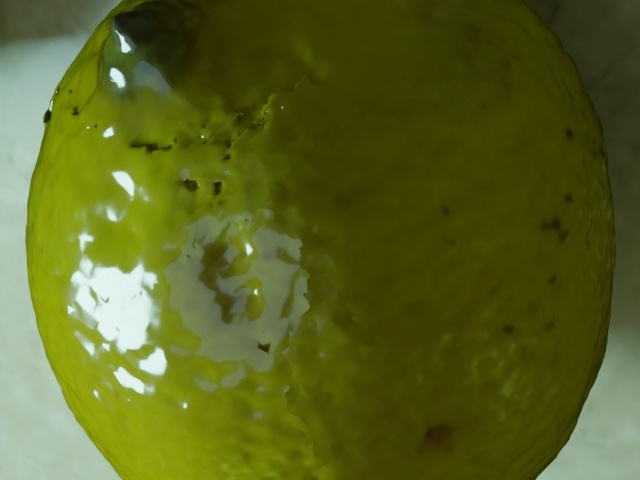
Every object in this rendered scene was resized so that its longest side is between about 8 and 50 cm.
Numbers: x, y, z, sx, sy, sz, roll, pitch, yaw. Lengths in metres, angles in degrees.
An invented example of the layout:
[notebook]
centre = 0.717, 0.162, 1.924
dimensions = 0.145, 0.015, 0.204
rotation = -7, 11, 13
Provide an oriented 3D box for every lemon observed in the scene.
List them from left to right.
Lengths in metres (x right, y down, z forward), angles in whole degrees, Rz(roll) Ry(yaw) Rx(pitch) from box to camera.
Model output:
[lemon]
centre = 0.000, 0.008, 0.687
dimensions = 0.228, 0.228, 0.253
rotation = 12, 122, 29
